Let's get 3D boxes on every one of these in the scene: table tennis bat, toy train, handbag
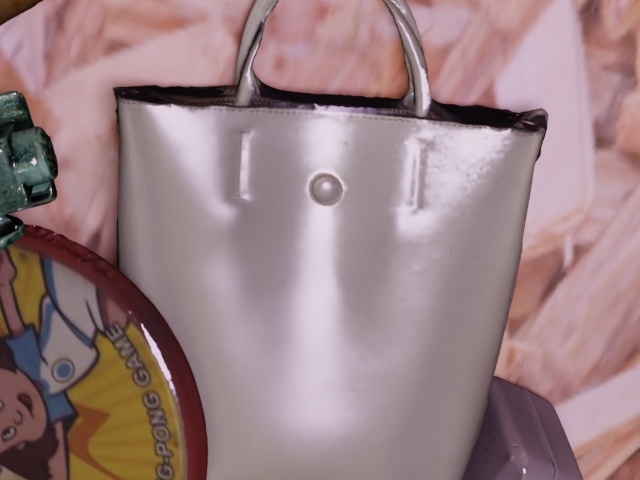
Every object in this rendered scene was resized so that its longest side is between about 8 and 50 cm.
[{"bbox_3d":[-0.241,0.149,1.039,0.414,0.051,0.268,-34,91,25],"label":"table tennis bat"},{"bbox_3d":[-0.236,-0.029,0.937,0.200,0.132,0.083,-13,110,1],"label":"toy train"},{"bbox_3d":[0.000,0.000,0.985,0.241,0.109,0.315,3,114,-6],"label":"handbag"}]

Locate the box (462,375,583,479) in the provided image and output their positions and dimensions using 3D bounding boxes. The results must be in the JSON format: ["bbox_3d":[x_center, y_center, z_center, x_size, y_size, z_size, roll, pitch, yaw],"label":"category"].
[{"bbox_3d":[0.065,0.202,1.095,0.055,0.103,0.244,26,114,-22],"label":"box"}]

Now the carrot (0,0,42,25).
[{"bbox_3d":[-0.168,-0.148,0.914,0.298,0.078,0.078,-27,117,5],"label":"carrot"}]
